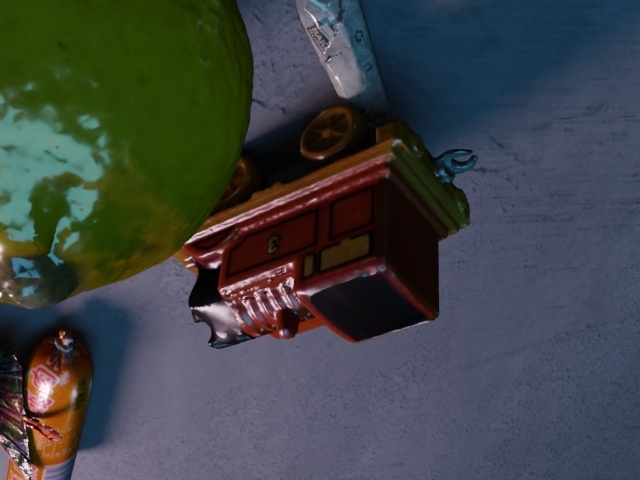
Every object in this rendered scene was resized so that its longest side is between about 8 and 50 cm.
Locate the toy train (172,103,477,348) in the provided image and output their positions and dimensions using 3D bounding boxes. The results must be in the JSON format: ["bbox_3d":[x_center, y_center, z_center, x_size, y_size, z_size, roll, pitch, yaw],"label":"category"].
[{"bbox_3d":[0.000,0.000,0.880,0.369,0.231,0.163,-21,134,28],"label":"toy train"}]

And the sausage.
[{"bbox_3d":[-0.365,0.237,1.112,0.093,0.093,0.312,7,128,-21],"label":"sausage"}]

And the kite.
[{"bbox_3d":[-0.404,0.224,1.066,0.189,0.009,0.232,19,121,24],"label":"kite"}]

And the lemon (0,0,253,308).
[{"bbox_3d":[-0.224,-0.122,0.653,0.350,0.387,0.350,-13,152,-7],"label":"lemon"}]

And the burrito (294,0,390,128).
[{"bbox_3d":[0.025,-0.199,0.858,0.064,0.064,0.203,-21,131,4],"label":"burrito"}]
